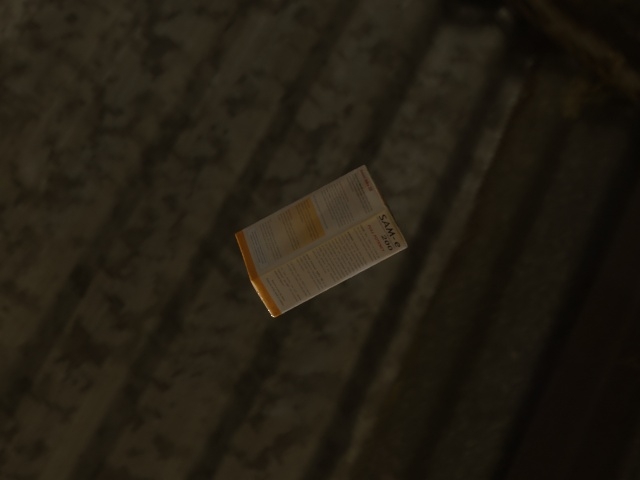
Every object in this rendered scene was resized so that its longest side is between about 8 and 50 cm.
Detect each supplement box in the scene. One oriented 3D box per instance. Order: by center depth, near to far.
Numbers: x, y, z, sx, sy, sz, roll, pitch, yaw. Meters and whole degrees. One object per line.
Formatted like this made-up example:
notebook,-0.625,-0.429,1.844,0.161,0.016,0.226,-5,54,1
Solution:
supplement box,0.000,0.000,1.189,0.098,0.062,0.036,-28,-58,4
